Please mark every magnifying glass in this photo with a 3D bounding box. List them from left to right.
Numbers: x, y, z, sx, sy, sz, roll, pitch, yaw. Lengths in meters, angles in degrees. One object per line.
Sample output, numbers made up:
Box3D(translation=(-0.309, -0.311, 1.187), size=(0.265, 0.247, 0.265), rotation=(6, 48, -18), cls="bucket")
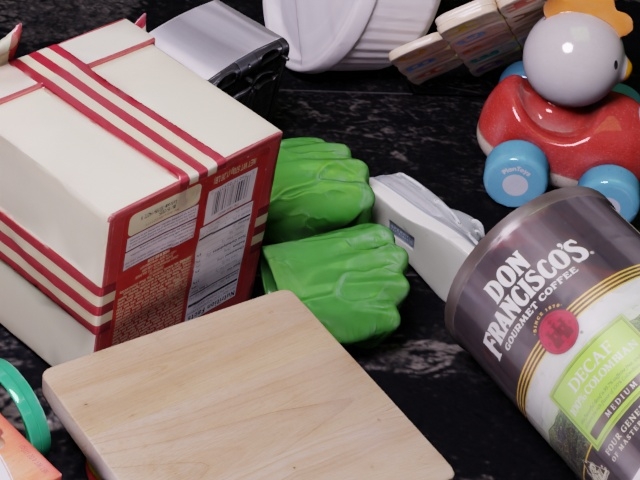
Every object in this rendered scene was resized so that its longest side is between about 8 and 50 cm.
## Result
Box3D(translation=(-0.305, 0.117, 1.326), size=(0.026, 0.092, 0.231), rotation=(-26, 42, -35), cls="magnifying glass")

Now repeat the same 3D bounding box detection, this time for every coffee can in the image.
Box3D(translation=(0.273, 0.111, 1.390), size=(0.201, 0.202, 0.275), rotation=(-15, 46, -30), cls="coffee can")

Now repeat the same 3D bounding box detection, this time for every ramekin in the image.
Box3D(translation=(0.043, -0.327, 1.825), size=(0.127, 0.273, 0.273), rotation=(5, 37, -29), cls="ramekin")

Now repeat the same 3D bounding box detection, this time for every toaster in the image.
Box3D(translation=(-0.126, -0.152, 1.614), size=(0.110, 0.186, 0.168), rotation=(34, 44, 18), cls="toaster")

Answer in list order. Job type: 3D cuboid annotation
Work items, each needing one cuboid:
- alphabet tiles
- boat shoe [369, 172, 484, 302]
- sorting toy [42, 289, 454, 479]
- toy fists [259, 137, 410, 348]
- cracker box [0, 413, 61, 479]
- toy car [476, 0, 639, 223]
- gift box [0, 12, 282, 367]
Box3D(translation=(0.222, -0.248, 1.774), size=(0.277, 0.284, 0.021), rotation=(-21, 81, 11), cls="alphabet tiles")
Box3D(translation=(0.129, -0.006, 1.589), size=(0.081, 0.079, 0.227), rotation=(-25, 49, -32), cls="boat shoe")
Box3D(translation=(-0.068, 0.184, 1.295), size=(0.257, 0.089, 0.255), rotation=(-18, 48, -32), cls="sorting toy")
Box3D(translation=(0.000, 0.000, 1.538), size=(0.142, 0.096, 0.279), rotation=(-11, 45, -12), cls="toy fists")
Box3D(translation=(-0.345, 0.210, 1.204), size=(0.155, 0.067, 0.232), rotation=(37, 45, 28), cls="cracker box")
Box3D(translation=(0.301, -0.177, 1.719), size=(0.210, 0.238, 0.219), rotation=(15, 39, 2), cls="toy car")
Box3D(translation=(-0.203, -0.062, 1.420), size=(0.258, 0.276, 0.255), rotation=(34, 38, 26), cls="gift box")
